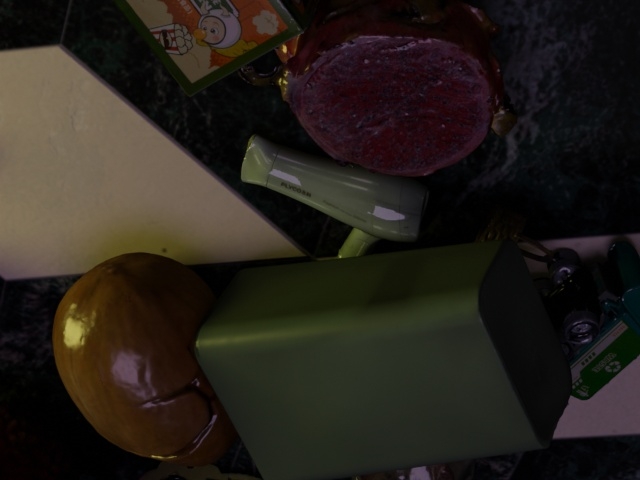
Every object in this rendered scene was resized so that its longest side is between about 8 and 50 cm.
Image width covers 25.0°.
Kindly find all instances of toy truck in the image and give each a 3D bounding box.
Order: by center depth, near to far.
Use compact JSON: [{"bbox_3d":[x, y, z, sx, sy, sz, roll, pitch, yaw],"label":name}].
[{"bbox_3d":[0.274,0.110,1.619,0.124,0.114,0.253,25,125,-24],"label":"toy truck"}]

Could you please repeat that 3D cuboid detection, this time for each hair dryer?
[{"bbox_3d":[0.000,0.000,1.612,0.206,0.075,0.237,17,133,3],"label":"hair dryer"}]

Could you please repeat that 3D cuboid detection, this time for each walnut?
[{"bbox_3d":[-0.178,0.148,1.641,0.203,0.203,0.298,-22,122,21],"label":"walnut"}]

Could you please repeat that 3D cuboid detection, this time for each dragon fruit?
[{"bbox_3d":[0.061,-0.183,1.424,0.282,0.147,0.211,11,137,-8],"label":"dragon fruit"}]

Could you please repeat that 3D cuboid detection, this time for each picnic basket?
[{"bbox_3d":[0.215,0.001,1.571,0.083,0.072,0.072,26,124,-1],"label":"picnic basket"}]

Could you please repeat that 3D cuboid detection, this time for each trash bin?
[{"bbox_3d":[0.068,0.134,1.542,0.343,0.158,0.223,-9,119,33],"label":"trash bin"}]

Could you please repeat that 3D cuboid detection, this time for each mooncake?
[{"bbox_3d":[0.112,0.294,1.787,0.130,0.073,0.125,29,125,-11],"label":"mooncake"}]

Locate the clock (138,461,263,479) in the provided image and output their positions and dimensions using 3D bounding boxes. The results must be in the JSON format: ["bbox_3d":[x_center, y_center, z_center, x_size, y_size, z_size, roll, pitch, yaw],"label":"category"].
[{"bbox_3d":[-0.152,0.391,1.869,0.194,0.100,0.195,11,127,-3],"label":"clock"}]

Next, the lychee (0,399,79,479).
[{"bbox_3d":[-0.436,0.340,1.760,0.306,0.306,0.330,27,151,-12],"label":"lychee"}]

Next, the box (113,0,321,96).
[{"bbox_3d":[-0.109,-0.278,1.347,0.148,0.177,0.195,-26,117,22],"label":"box"}]
